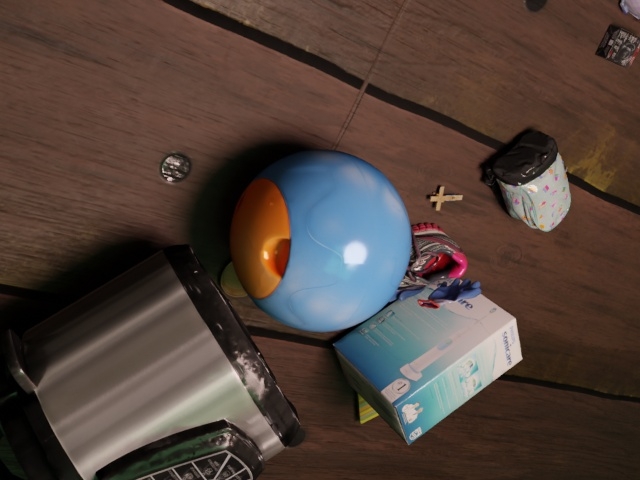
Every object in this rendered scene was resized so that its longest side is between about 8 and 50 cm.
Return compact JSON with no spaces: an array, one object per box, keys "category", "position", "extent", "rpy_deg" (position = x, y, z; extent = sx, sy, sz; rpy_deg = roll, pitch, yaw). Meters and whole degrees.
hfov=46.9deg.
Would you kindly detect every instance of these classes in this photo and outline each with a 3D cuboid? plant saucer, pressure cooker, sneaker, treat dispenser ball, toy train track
[{"category":"plant saucer","position":[-0.139,0.061,1.305],"extent":[0.083,0.015,0.083],"rpy_deg":[-14,123,-22]},{"category":"pressure cooker","position":[-0.285,0.254,1.119],"extent":[0.420,0.375,0.370],"rpy_deg":[-31,90,-9]},{"category":"sneaker","position":[0.137,0.037,1.385],"extent":[0.299,0.112,0.121],"rpy_deg":[-12,123,-23]},{"category":"treat dispenser ball","position":[0.000,0.000,1.171],"extent":[0.288,0.288,0.288],"rpy_deg":[-14,124,-22]},{"category":"toy train track","position":[0.242,-0.084,1.436],"extent":[0.083,0.014,0.048],"rpy_deg":[-4,113,-34]}]

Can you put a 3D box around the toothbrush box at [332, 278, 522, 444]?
[{"category":"toothbrush box","position":[0.211,0.218,1.455],"extent":[0.295,0.216,0.126],"rpy_deg":[-34,130,-16]}]

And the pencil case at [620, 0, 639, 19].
[{"category":"pencil case","position":[0.679,-0.521,1.354],"extent":[0.124,0.113,0.273],"rpy_deg":[21,106,-46]}]

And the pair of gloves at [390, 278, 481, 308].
[{"category":"pair of gloves","position":[0.202,0.095,1.422],"extent":[0.159,0.198,0.023],"rpy_deg":[-15,105,-45]}]

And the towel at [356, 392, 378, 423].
[{"category":"towel","position":[0.117,0.286,1.586],"extent":[0.102,0.021,0.237],"rpy_deg":[-22,126,-24]}]

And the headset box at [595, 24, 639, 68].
[{"category":"headset box","position":[0.587,-0.377,1.441],"extent":[0.083,0.032,0.062],"rpy_deg":[8,114,-34]}]

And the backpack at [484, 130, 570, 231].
[{"category":"backpack","position":[0.418,-0.104,1.458],"extent":[0.152,0.115,0.182],"rpy_deg":[-36,132,-9]}]
